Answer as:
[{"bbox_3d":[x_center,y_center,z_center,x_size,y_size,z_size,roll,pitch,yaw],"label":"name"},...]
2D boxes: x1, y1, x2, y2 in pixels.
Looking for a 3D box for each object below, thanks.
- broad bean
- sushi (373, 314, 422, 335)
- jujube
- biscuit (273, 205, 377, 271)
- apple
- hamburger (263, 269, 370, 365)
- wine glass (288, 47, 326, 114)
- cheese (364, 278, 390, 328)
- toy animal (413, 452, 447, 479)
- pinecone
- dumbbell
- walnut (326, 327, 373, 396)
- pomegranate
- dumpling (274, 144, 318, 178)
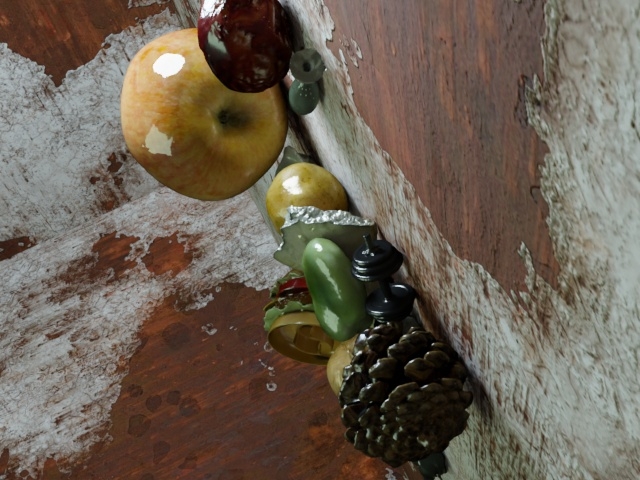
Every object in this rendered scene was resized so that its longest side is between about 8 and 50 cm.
[{"bbox_3d":[0.031,0.092,1.681,0.169,0.100,0.228,42,149,37],"label":"broad bean"},{"bbox_3d":[0.164,0.205,1.705,0.150,0.091,0.078,61,166,-14],"label":"sushi"},{"bbox_3d":[-0.140,-0.370,1.577,0.183,0.183,0.243,63,172,13],"label":"jujube"},{"bbox_3d":[0.000,0.000,1.720,0.188,0.265,0.040,41,-133,-26],"label":"biscuit"},{"bbox_3d":[-0.257,-0.285,1.959,0.346,0.391,0.391,10,128,58],"label":"apple"},{"bbox_3d":[-0.002,0.172,2.169,0.274,0.275,0.212,75,-157,-56],"label":"hamburger"},{"bbox_3d":[-0.027,-0.274,1.541,0.066,0.066,0.198,64,173,8],"label":"wine glass"},{"bbox_3d":[0.095,0.104,1.855,0.263,0.093,0.159,-153,41,-79],"label":"cheese"},{"bbox_3d":[0.243,0.517,2.231,0.245,0.114,0.146,33,162,34],"label":"toy animal"},{"bbox_3d":[0.144,0.264,1.492,0.257,0.244,0.243,-96,-18,-78],"label":"pinecone"},{"bbox_3d":[0.114,0.075,1.571,0.208,0.099,0.099,68,172,-27],"label":"dumbbell"},{"bbox_3d":[0.121,0.285,1.857,0.225,0.193,0.193,49,-174,-47],"label":"walnut"},{"bbox_3d":[-0.034,-0.073,1.820,0.196,0.196,0.196,63,173,14],"label":"pomegranate"},{"bbox_3d":[-0.041,-0.138,1.997,0.127,0.108,0.188,35,147,20],"label":"dumpling"}]
